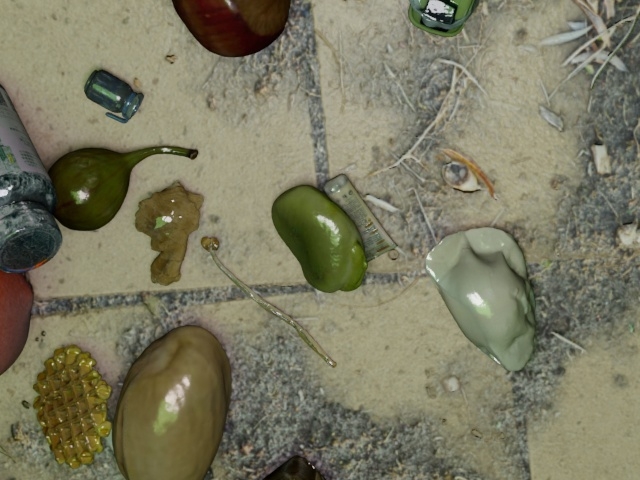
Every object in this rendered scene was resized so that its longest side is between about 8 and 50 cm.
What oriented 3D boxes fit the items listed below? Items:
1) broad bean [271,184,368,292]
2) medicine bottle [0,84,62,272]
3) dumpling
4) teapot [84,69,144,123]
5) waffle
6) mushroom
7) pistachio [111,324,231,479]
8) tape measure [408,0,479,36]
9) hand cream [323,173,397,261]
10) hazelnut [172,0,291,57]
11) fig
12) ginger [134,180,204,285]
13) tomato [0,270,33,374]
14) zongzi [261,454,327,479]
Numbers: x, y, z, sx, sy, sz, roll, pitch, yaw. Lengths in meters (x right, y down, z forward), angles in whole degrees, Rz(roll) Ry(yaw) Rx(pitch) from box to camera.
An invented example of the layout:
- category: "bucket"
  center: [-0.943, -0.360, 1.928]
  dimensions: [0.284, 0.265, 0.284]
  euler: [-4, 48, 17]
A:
- category: "broad bean"
  center: [0.000, 0.000, 1.877]
  dimensions: [0.124, 0.082, 0.174]
  euler: [-21, 108, 41]
- category: "medicine bottle"
  center: [-0.465, -0.092, 1.812]
  dimensions: [0.141, 0.141, 0.293]
  euler: [-42, 59, 15]
- category: "dumpling"
  center: [0.254, 0.077, 1.872]
  dimensions: [0.151, 0.124, 0.229]
  euler: [-39, 106, -22]
- category: "teapot"
  center: [-0.309, -0.209, 1.882]
  dimensions: [0.083, 0.049, 0.064]
  euler: [31, 106, -3]
- category: "waffle"
  center: [-0.384, 0.256, 1.973]
  dimensions: [0.191, 0.038, 0.191]
  euler: [-3, 86, 40]
- category: "mushroom"
  center: [-0.080, 0.098, 1.956]
  dimensions: [0.286, 0.028, 0.026]
  euler: [46, 63, -8]
- category: "pistachio"
  center: [-0.227, 0.268, 1.947]
  dimensions: [0.181, 0.162, 0.293]
  euler: [0, 107, -39]
- category: "tape measure"
  center: [0.173, -0.364, 1.719]
  dimensions: [0.106, 0.200, 0.175]
  euler: [18, 118, -3]
- category: "hand cream"
  center: [0.056, -0.035, 1.899]
  dimensions: [0.061, 0.039, 0.143]
  euler: [-27, 109, 14]
- category: "hazelnut"
  center: [-0.122, -0.367, 1.777]
  dimensions: [0.170, 0.160, 0.202]
  euler: [9, 69, -8]
- category: "fig"
  center: [-0.297, -0.100, 1.890]
  dimensions: [0.236, 0.124, 0.124]
  euler: [-26, 101, -6]
- category: "ginger"
  center: [-0.239, -0.008, 1.918]
  dimensions: [0.096, 0.067, 0.165]
  euler: [11, 107, -19]
- category: "tomato"
  center: [-0.577, 0.106, 1.867]
  dimensions: [0.321, 0.321, 0.322]
  euler: [2, 105, 6]
- category: "zongzi"
  center: [-0.050, 0.519, 2.017]
  dimensions: [0.286, 0.134, 0.288]
  euler: [-36, 106, 20]
